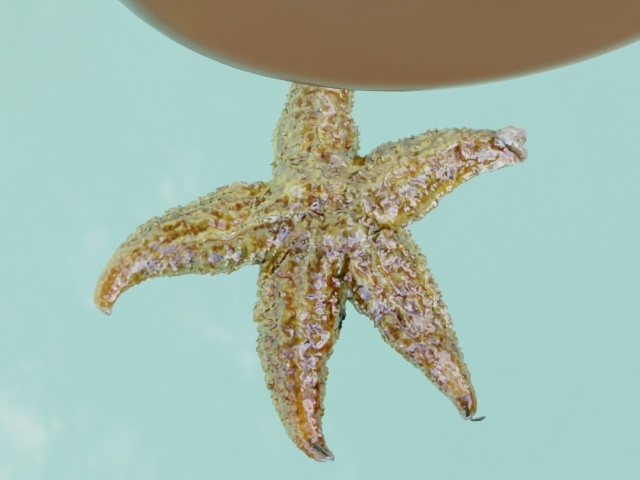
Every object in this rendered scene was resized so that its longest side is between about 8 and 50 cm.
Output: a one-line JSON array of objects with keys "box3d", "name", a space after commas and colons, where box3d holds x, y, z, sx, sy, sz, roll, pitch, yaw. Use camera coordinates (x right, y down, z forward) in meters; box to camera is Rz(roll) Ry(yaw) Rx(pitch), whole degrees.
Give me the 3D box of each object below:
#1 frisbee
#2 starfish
[{"box3d": [0.044, -0.111, 0.611, 0.251, 0.021, 0.251, -6, 155, -3], "name": "frisbee"}, {"box3d": [0.000, 0.000, 0.992, 0.241, 0.227, 0.043, -16, 157, -1], "name": "starfish"}]
